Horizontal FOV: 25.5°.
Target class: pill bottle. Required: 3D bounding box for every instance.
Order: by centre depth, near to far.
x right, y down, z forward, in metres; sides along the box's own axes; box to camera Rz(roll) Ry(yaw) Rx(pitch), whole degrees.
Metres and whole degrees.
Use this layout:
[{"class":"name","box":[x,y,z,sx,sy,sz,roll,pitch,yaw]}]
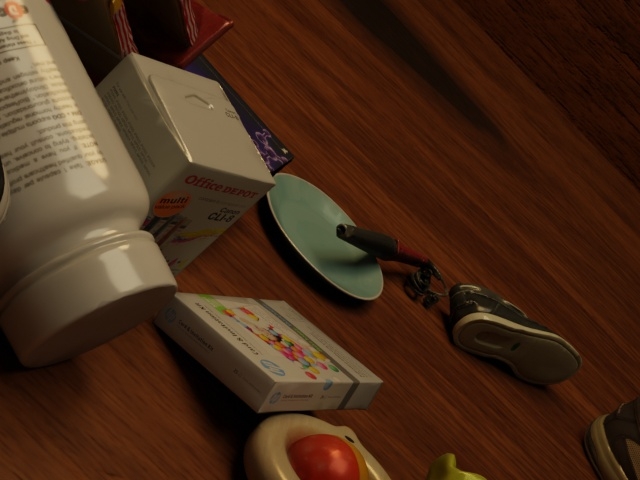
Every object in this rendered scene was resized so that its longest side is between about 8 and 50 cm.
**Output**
[{"class":"pill bottle","box":[-0.234,-0.055,1.108,0.283,0.160,0.160,61,25,11]}]

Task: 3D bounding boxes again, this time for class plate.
[{"class":"plate","box":[0.000,0.000,1.641,0.188,0.024,0.188,39,24,-21]}]

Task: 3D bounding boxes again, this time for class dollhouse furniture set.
[{"class":"dollhouse furniture set","box":[-0.277,-0.293,1.280,0.374,0.152,0.201,34,-22,18]}]

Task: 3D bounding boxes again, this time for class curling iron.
[{"class":"curling iron","box":[0.089,0.020,1.696,0.274,0.035,0.068,33,27,-58]}]

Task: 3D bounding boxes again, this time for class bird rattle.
[{"class":"bird rattle","box":[0.008,0.235,1.210,0.253,0.143,0.207,3,36,-43]}]

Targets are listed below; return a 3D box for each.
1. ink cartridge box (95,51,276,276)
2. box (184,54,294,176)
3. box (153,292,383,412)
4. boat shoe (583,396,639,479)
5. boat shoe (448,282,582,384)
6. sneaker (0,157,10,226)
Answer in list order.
[{"class":"ink cartridge box","box":[-0.157,-0.053,1.240,0.128,0.176,0.127,11,43,-56]},{"class":"box","box":[-0.170,-0.135,1.455,0.261,0.103,0.184,48,20,0]},{"class":"box","box":[-0.046,0.104,1.314,0.145,0.038,0.186,37,16,30]},{"class":"boat shoe","box":[0.470,0.346,1.780,0.132,0.130,0.355,4,46,-49]},{"class":"boat shoe","box":[0.255,0.121,1.830,0.233,0.084,0.079,27,31,-35]},{"class":"sneaker","box":[-0.350,-0.157,0.941,0.366,0.210,0.137,41,62,10]}]
